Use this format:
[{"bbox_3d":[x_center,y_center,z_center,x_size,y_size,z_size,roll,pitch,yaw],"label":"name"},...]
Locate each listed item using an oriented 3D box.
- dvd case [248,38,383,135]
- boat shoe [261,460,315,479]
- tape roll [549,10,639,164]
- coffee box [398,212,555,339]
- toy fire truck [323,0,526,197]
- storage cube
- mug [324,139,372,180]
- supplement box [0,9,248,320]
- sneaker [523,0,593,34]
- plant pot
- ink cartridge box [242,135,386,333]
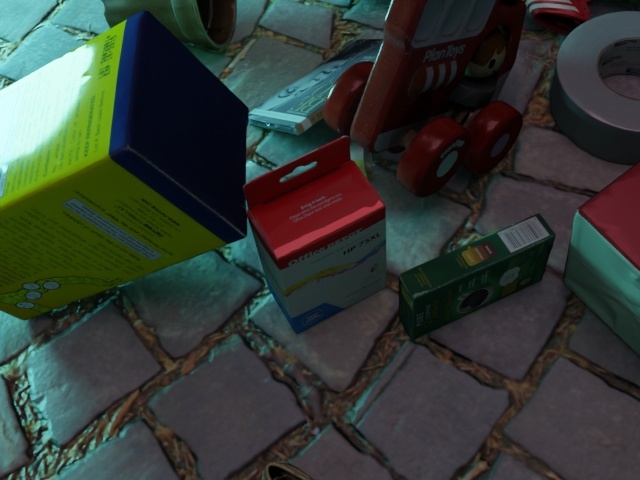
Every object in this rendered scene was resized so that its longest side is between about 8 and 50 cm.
[{"bbox_3d":[0.014,-0.221,1.102,0.221,0.018,0.164,-38,28,-16],"label":"dvd case"},{"bbox_3d":[0.012,0.294,0.803,0.190,0.072,0.068,29,65,21],"label":"boat shoe"},{"bbox_3d":[0.428,-0.210,1.072,0.219,0.072,0.219,-3,59,5],"label":"tape roll"},{"bbox_3d":[0.179,0.043,0.918,0.184,0.113,0.040,-24,60,-7],"label":"coffee box"},{"bbox_3d":[0.160,-0.214,0.970,0.302,0.254,0.169,-23,56,-43],"label":"toy fire truck"},{"bbox_3d":[0.404,0.015,0.858,0.193,0.215,0.184,-36,62,-8],"label":"storage cube"},{"bbox_3d":[0.033,-0.103,1.056,0.064,0.062,0.078,-2,51,14],"label":"mug"},{"bbox_3d":[-0.280,-0.069,0.911,0.356,0.195,0.194,-19,54,25],"label":"supplement box"},{"bbox_3d":[0.402,-0.375,1.190,0.221,0.087,0.128,-14,79,-8],"label":"sneaker"},{"bbox_3d":[-0.233,-0.374,1.201,0.165,0.167,0.167,0,58,16],"label":"plant pot"},{"bbox_3d":[0.000,0.000,0.892,0.134,0.231,0.078,-27,60,-11],"label":"ink cartridge box"}]
